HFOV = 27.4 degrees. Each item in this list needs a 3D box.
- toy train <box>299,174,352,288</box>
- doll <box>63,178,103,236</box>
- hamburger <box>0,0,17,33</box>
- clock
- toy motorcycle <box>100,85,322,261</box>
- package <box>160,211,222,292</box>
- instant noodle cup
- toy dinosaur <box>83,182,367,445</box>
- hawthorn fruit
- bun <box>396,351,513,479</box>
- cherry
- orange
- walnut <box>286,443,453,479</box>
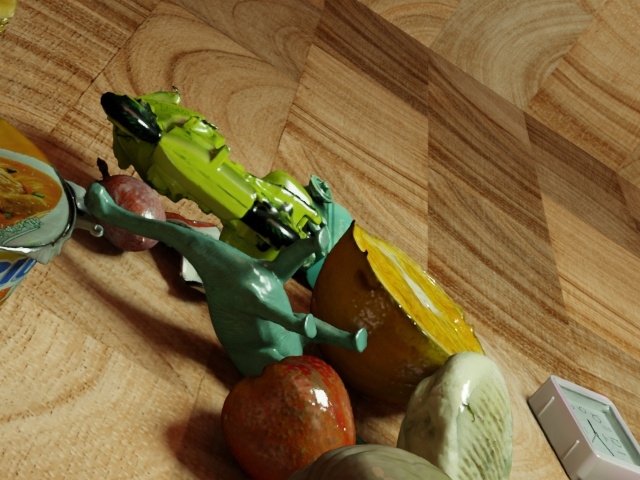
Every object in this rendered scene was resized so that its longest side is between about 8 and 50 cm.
[{"bbox_3d":[0.000,0.000,2.061,0.159,0.101,0.248,46,19,-17],"label":"toy train"},{"bbox_3d":[-0.358,-0.060,1.672,0.195,0.070,0.096,32,36,8],"label":"doll"},{"bbox_3d":[-0.544,-0.383,2.039,0.147,0.083,0.138,50,22,25],"label":"hamburger"},{"bbox_3d":[0.429,0.313,2.074,0.150,0.063,0.197,24,25,-29],"label":"clock"},{"bbox_3d":[-0.166,-0.094,1.792,0.342,0.142,0.206,38,9,-16],"label":"toy motorcycle"},{"bbox_3d":[-0.158,0.029,1.832,0.166,0.040,0.232,19,19,-43],"label":"package"},{"bbox_3d":[-0.416,-0.008,1.281,0.296,0.214,0.296,30,23,-14],"label":"instant noodle cup"},{"bbox_3d":[-0.120,0.099,1.663,0.331,0.383,0.129,6,36,29],"label":"toy dinosaur"},{"bbox_3d":[-0.021,0.236,1.490,0.203,0.163,0.163,59,27,10],"label":"hawthorn fruit"},{"bbox_3d":[0.162,0.259,1.644,0.116,0.237,0.210,6,-25,31],"label":"bun"},{"bbox_3d":[-0.275,-0.057,1.761,0.107,0.090,0.225,49,-3,-42],"label":"cherry"},{"bbox_3d":[0.113,0.101,1.795,0.274,0.274,0.310,41,-22,13],"label":"orange"},{"bbox_3d":[0.058,0.325,1.282,0.248,0.248,0.248,30,22,-14],"label":"walnut"}]
